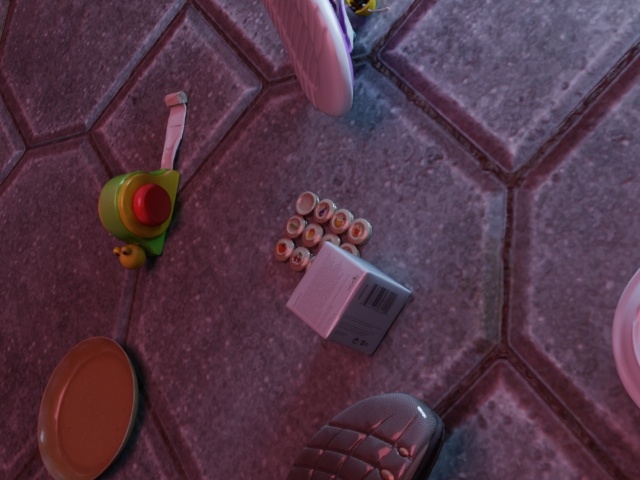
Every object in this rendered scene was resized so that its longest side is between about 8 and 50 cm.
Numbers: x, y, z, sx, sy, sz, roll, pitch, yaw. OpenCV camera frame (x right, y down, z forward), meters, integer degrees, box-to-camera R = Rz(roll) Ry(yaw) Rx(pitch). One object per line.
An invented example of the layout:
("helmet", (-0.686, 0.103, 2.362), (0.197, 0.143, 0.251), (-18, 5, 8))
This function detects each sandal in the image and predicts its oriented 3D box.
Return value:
("sandal", (-0.011, -0.350, 1.184), (0.102, 0.169, 0.416), (-15, 54, -12))

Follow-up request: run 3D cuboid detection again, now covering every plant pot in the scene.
("plant pot", (-0.368, 0.273, 1.317), (0.236, 0.032, 0.236), (-16, 62, 34))

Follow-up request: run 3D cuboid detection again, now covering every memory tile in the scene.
("memory tile", (0.000, 0.000, 1.144), (0.148, 0.012, 0.113), (30, 92, 42))

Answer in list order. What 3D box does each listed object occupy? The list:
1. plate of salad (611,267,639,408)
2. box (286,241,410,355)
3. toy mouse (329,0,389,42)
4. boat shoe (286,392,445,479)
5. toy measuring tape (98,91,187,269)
("plate of salad", (0.377, 0.092, 0.782), (0.200, 0.048, 0.199), (-20, 63, 44))
("box", (0.035, 0.073, 1.026), (0.087, 0.101, 0.102), (37, 97, 42))
("toy mouse", (0.023, -0.326, 1.244), (0.143, 0.031, 0.161), (-47, 50, 14))
("boat shoe", (0.028, 0.317, 0.918), (0.355, 0.130, 0.132), (-55, 44, 15))
("toy measuring tape", (-0.296, -0.114, 1.360), (0.121, 0.121, 0.330), (-6, 69, 37))
